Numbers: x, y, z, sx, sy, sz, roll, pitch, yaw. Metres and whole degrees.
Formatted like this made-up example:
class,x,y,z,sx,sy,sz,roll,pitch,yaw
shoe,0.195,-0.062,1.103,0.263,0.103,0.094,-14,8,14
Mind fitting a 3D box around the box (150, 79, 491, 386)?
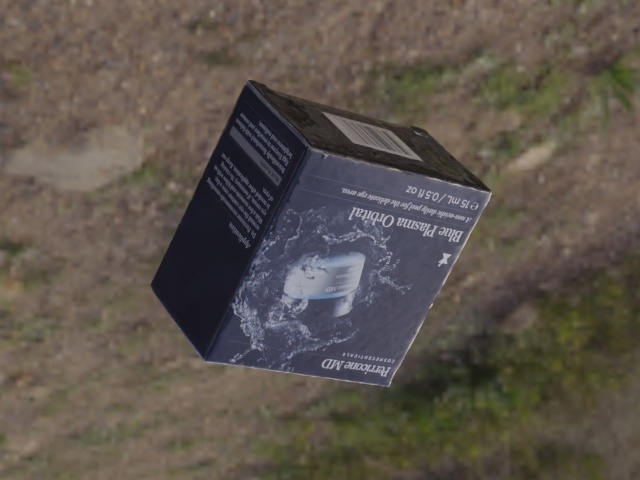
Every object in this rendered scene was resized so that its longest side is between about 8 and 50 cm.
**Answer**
class,x,y,z,sx,sy,sz,roll,pitch,yaw
box,0.000,0.000,1.010,0.156,0.093,0.158,11,115,-37
